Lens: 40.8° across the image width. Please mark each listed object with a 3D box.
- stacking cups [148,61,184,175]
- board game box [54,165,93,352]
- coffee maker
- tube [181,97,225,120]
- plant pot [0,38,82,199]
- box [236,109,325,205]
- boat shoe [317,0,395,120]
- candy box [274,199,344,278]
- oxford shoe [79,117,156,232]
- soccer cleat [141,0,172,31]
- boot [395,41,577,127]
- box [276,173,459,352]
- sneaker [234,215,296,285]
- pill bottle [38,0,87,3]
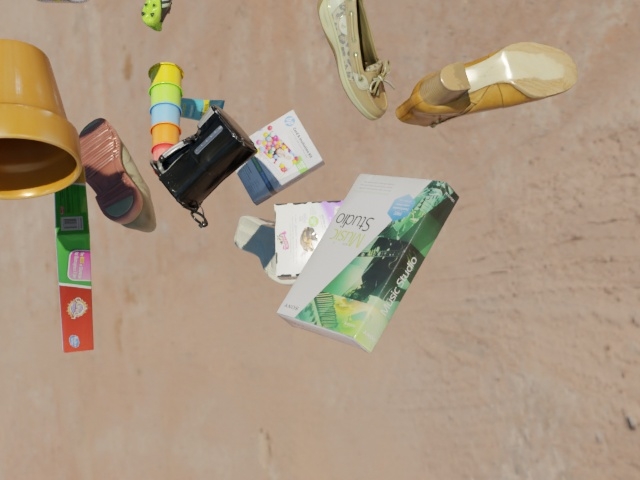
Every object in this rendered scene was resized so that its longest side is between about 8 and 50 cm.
[{"bbox_3d":[-0.391,-0.306,2.216,0.096,0.096,0.316,-45,46,50],"label":"stacking cups"},{"bbox_3d":[-0.518,0.039,1.807,0.242,0.064,0.316,-111,24,-48],"label":"board game box"},{"bbox_3d":[-0.213,-0.148,1.684,0.178,0.120,0.171,-41,93,11],"label":"coffee maker"},{"bbox_3d":[-0.389,-0.391,2.554,0.052,0.207,0.080,59,137,48],"label":"tube"},{"bbox_3d":[-0.469,-0.188,1.290,0.205,0.205,0.187,-39,55,52],"label":"plant pot"},{"bbox_3d":[-0.104,-0.189,1.966,0.145,0.186,0.038,61,-177,15],"label":"box"},{"bbox_3d":[0.085,-0.385,1.795,0.089,0.104,0.285,-12,118,30],"label":"boat shoe"},{"bbox_3d":[0.000,0.000,1.885,0.070,0.196,0.164,54,-146,-80],"label":"candy box"},{"bbox_3d":[-0.553,-0.169,2.326,0.141,0.146,0.397,-32,55,8],"label":"oxford shoe"},{"bbox_3d":[-0.381,-0.590,2.071,0.060,0.072,0.178,15,80,18],"label":"soccer cleat"},{"bbox_3d":[0.301,-0.280,1.599,0.211,0.295,0.104,151,110,-72],"label":"boot"},{"bbox_3d":[0.080,0.028,1.531,0.232,0.058,0.322,10,66,52],"label":"box"},{"bbox_3d":[-0.094,0.023,2.310,0.350,0.148,0.131,39,113,52],"label":"sneaker"},{"bbox_3d":[-0.582,-0.571,1.881,0.184,0.103,0.103,12,103,35],"label":"pill bottle"}]
